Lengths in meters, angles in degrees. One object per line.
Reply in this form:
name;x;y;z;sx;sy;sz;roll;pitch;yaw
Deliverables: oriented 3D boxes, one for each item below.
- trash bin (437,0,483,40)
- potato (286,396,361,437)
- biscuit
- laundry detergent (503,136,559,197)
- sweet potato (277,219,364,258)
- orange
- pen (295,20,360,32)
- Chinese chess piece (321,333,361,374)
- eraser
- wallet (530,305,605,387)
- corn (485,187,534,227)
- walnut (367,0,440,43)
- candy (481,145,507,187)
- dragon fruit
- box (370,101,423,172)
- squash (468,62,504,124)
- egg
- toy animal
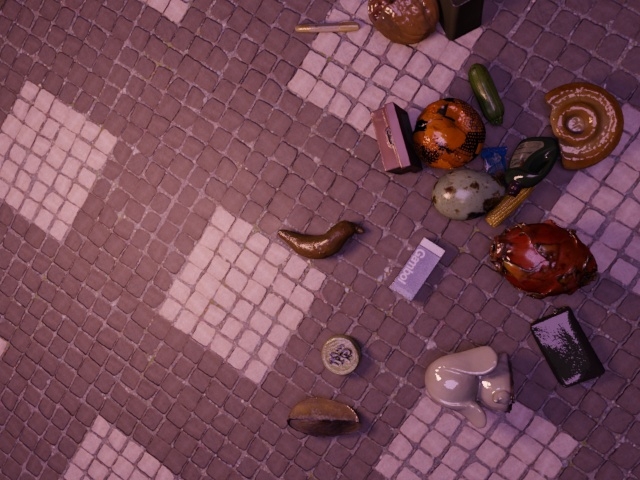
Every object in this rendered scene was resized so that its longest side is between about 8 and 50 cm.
trash bin;0.432;-0.763;1.528;0.122;0.240;0.163;-26;87;12
potato;0.011;0.633;1.751;0.262;0.100;0.120;4;131;-2
biscuit;0.833;-0.372;1.531;0.214;0.091;0.273;-20;85;14
laundry detergent;0.650;-0.224;1.521;0.144;0.078;0.221;6;57;48
sweet potato;0.002;0.003;1.717;0.311;0.098;0.123;-9;69;14
orange;0.412;-0.339;1.568;0.235;0.182;0.234;1;71;-4
pen;0.024;-0.758;1.723;0.234;0.032;0.040;5;69;12
Chinese chess piece;0.073;0.406;1.731;0.144;0.058;0.143;0;91;11
eraser;0.333;0.099;1.673;0.092;0.046;0.212;34;98;9
wallet;0.796;0.345;1.584;0.149;0.044;0.250;-30;86;15
corn;0.623;-0.131;1.594;0.067;0.067;0.206;41;100;8
walnut;0.263;-0.728;1.590;0.238;0.204;0.141;13;52;47
candy;0.577;-0.242;1.618;0.088;0.038;0.136;-4;98;-1
dragon fruit;0.679;0.060;1.512;0.316;0.250;0.249;-8;90;-1
box;0.252;-0.323;1.595;0.086;0.215;0.214;-16;89;23
squash;0.545;-0.480;1.597;0.068;0.077;0.219;-23;89;9
egg;0.477;-0.150;1.573;0.232;0.169;0.168;-7;90;8
toy animal;0.495;0.480;1.584;0.290;0.174;0.248;-17;87;11
